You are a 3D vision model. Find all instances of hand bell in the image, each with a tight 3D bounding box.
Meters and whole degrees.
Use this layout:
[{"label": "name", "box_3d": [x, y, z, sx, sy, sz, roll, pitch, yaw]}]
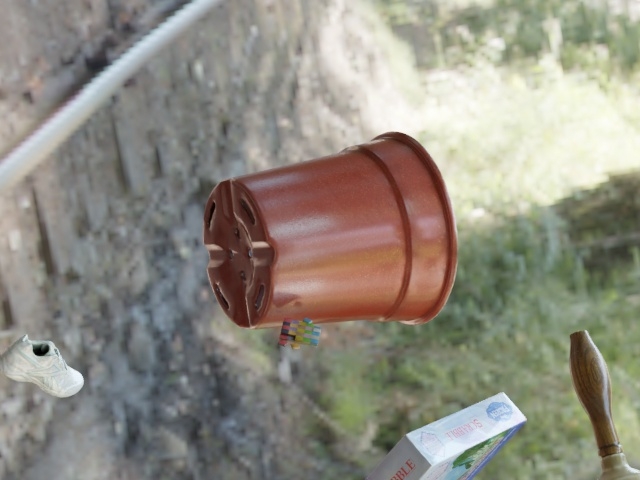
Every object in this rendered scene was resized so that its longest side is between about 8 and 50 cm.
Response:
[{"label": "hand bell", "box_3d": [0.299, 0.209, 1.567, 0.126, 0.126, 0.242, 53, 24, -71]}]

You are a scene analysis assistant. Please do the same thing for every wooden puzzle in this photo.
[{"label": "wooden puzzle", "box_3d": [-0.025, 0.116, 1.914, 0.083, 0.049, 0.006, -78, 179, -65]}]

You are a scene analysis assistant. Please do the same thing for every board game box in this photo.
[{"label": "board game box", "box_3d": [0.139, 0.389, 2.348, 0.066, 0.319, 0.318, 48, 29, 19]}]

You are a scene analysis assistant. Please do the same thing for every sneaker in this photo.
[{"label": "sneaker", "box_3d": [-0.384, 0.178, 2.143, 0.152, 0.061, 0.054, 28, 21, -49]}]

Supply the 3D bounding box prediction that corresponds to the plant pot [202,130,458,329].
[{"label": "plant pot", "box_3d": [0.000, 0.000, 2.046, 0.272, 0.265, 0.273, 24, -62, 57]}]
